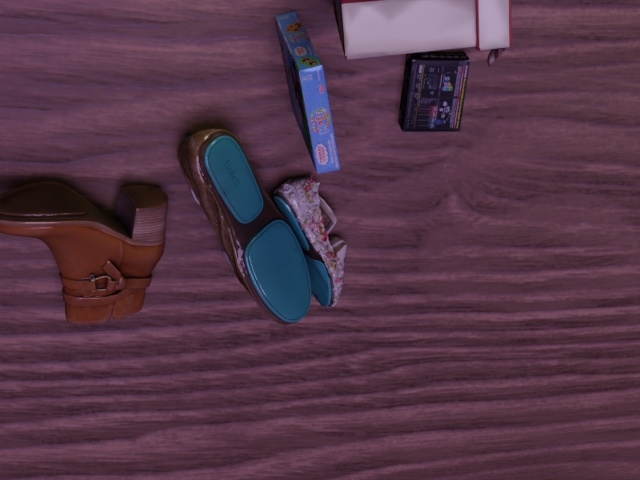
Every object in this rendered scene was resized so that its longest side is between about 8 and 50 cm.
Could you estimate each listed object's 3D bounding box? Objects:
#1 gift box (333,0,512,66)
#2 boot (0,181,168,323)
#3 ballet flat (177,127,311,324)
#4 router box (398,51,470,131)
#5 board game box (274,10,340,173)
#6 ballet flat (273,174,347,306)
[{"bbox_3d":[0.144,-0.378,1.799,0.258,0.255,0.276,-7,122,0],"label":"gift box"},{"bbox_3d":[-0.372,0.024,1.989,0.284,0.109,0.220,-7,129,-33],"label":"boot"},{"bbox_3d":[-0.124,-0.023,2.015,0.116,0.124,0.342,-43,120,-25],"label":"ballet flat"},{"bbox_3d":[0.172,-0.226,2.008,0.092,0.038,0.122,0,120,-11],"label":"router box"},{"bbox_3d":[-0.019,-0.213,1.873,0.039,0.211,0.160,-13,121,-3],"label":"board game box"},{"bbox_3d":[0.000,0.000,2.081,0.077,0.091,0.241,-36,128,-20],"label":"ballet flat"}]
